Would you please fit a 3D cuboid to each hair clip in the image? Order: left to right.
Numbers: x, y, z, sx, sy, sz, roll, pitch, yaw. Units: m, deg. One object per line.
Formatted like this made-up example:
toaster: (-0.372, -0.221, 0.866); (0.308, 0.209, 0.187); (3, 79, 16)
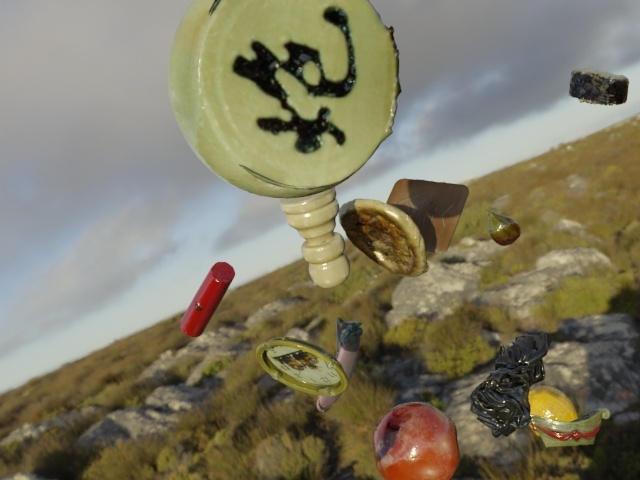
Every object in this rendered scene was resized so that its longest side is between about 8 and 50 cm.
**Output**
hair clip: (0.066, 0.412, 2.145); (0.096, 0.358, 0.110); (13, 19, 7)

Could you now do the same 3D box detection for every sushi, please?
sushi: (0.677, -0.371, 1.582); (0.091, 0.078, 0.150); (-9, 24, -28)

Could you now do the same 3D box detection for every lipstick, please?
lipstick: (-0.300, 0.160, 1.708); (0.073, 0.073, 0.279); (-24, -22, -42)

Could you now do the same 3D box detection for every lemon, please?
lemon: (0.672, 0.508, 1.900); (0.142, 0.187, 0.142); (-43, -7, -7)

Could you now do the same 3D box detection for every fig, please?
fig: (0.668, -0.054, 2.413); (0.103, 0.154, 0.109); (-30, 8, 43)

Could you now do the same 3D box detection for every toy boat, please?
toy boat: (0.512, 0.390, 1.352); (0.185, 0.071, 0.089); (-4, -17, -3)

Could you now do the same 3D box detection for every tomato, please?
tomato: (0.219, 0.484, 1.533); (0.184, 0.208, 0.208); (11, -10, -13)

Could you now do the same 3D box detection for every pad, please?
pad: (0.344, -0.093, 2.254); (0.284, 0.018, 0.286); (10, 60, 30)

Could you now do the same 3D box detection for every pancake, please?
pancake: (0.201, -0.005, 2.094); (0.065, 0.356, 0.356); (-51, 9, -21)

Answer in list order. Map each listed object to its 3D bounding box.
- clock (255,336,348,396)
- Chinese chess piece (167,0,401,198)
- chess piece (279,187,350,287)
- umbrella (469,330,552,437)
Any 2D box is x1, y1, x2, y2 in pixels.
clock: (-0.039, 0.290, 1.549); (0.237, 0.237, 0.057); (-25, 32, 46)
Chinese chess piece: (-0.049, -0.237, 0.975); (0.349, 0.349, 0.146); (-24, 16, -23)
chess piece: (0.000, 0.000, 1.904); (0.167, 0.299, 0.167); (-15, 18, 5)
umbrella: (0.367, 0.250, 1.216); (0.110, 0.122, 0.272); (13, 27, 28)
